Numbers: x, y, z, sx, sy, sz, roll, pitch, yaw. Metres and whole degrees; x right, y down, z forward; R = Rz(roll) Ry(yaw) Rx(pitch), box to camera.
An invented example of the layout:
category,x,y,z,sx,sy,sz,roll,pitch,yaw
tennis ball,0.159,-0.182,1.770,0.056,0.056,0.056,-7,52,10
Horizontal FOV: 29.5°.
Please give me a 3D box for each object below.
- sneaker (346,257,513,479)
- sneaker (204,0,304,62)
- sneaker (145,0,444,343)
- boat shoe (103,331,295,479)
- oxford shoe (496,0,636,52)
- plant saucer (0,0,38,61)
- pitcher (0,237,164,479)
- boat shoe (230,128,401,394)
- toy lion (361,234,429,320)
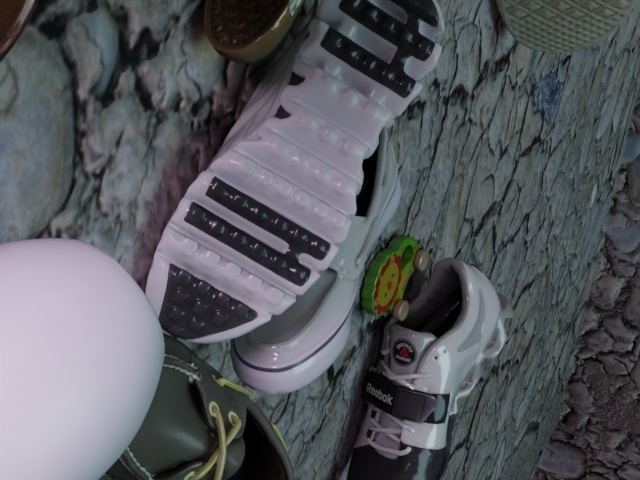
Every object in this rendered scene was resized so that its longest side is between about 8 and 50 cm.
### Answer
category,x,y,z,sx,sy,sz,roll,pitch,yaw
sneaker,0.099,0.166,1.393,0.146,0.122,0.331,48,62,-48
sneaker,-0.011,-0.192,0.804,0.192,0.064,0.086,-70,156,-11
sneaker,-0.023,-0.056,0.850,0.292,0.110,0.118,-56,-164,-9
boat shoe,-0.091,0.137,0.852,0.109,0.091,0.305,-66,160,-16
oxford shoe,0.266,-0.364,1.282,0.449,0.169,0.130,74,18,-58
plant saucer,-0.162,-0.129,0.514,0.168,0.029,0.168,18,90,-71
pitcher,-0.179,0.102,0.575,0.207,0.125,0.178,-40,166,-38
boat shoe,0.000,0.000,0.973,0.267,0.096,0.088,-57,152,-37
toy lion,0.076,0.038,1.311,0.100,0.034,0.096,-66,152,-16
